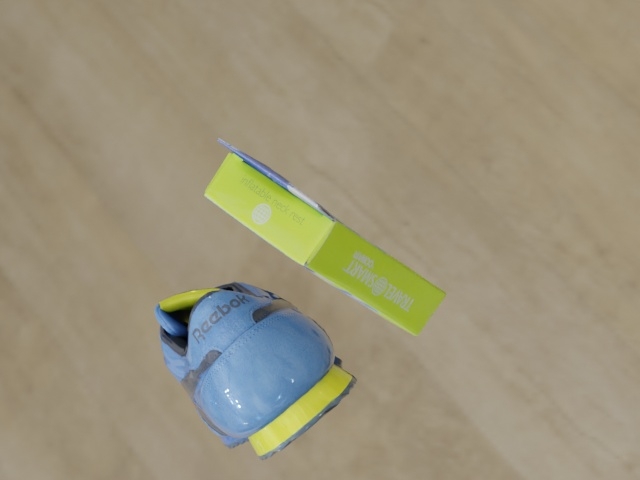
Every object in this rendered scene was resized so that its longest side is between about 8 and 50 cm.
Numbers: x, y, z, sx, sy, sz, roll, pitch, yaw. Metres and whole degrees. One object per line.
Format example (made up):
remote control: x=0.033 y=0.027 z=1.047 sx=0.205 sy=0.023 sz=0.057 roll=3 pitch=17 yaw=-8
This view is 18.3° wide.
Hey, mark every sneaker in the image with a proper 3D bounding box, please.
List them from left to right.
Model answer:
sneaker: x=-0.038 y=0.050 z=0.926 sx=0.069 sy=0.209 sz=0.082 roll=-42 pitch=92 yaw=-7

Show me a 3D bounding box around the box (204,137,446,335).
box: x=0.000 y=0.000 z=1.350 sx=0.109 sy=0.178 sz=0.042 roll=34 pitch=90 yaw=37
